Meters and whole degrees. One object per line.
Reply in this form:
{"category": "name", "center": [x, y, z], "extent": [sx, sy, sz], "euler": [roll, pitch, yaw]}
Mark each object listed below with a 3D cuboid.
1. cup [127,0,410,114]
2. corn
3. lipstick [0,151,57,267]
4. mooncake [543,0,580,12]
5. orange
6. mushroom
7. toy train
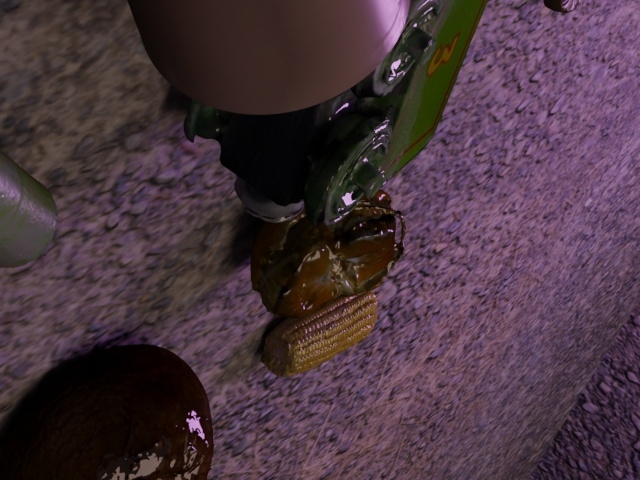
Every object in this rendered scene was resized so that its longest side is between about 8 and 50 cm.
{"category": "cup", "center": [-0.023, -0.233, 1.051], "extent": [0.253, 0.191, 0.200], "euler": [-42, 155, -14]}
{"category": "corn", "center": [0.001, 0.103, 1.854], "extent": [0.165, 0.063, 0.085], "euler": [-28, 163, -46]}
{"category": "lipstick", "center": [-0.253, -0.052, 1.026], "extent": [0.076, 0.076, 0.304], "euler": [-51, 160, -3]}
{"category": "mooncake", "center": [0.247, -0.332, 1.690], "extent": [0.150, 0.057, 0.347], "euler": [-68, 164, 5]}
{"category": "orange", "center": [0.000, 0.000, 1.611], "extent": [0.170, 0.112, 0.160], "euler": [17, 123, -44]}
{"category": "mushroom", "center": [-0.191, 0.204, 1.493], "extent": [0.231, 0.138, 0.194], "euler": [-48, 159, -13]}
{"category": "toy train", "center": [0.029, -0.167, 1.317], "extent": [0.249, 0.173, 0.307], "euler": [-40, 157, -46]}
